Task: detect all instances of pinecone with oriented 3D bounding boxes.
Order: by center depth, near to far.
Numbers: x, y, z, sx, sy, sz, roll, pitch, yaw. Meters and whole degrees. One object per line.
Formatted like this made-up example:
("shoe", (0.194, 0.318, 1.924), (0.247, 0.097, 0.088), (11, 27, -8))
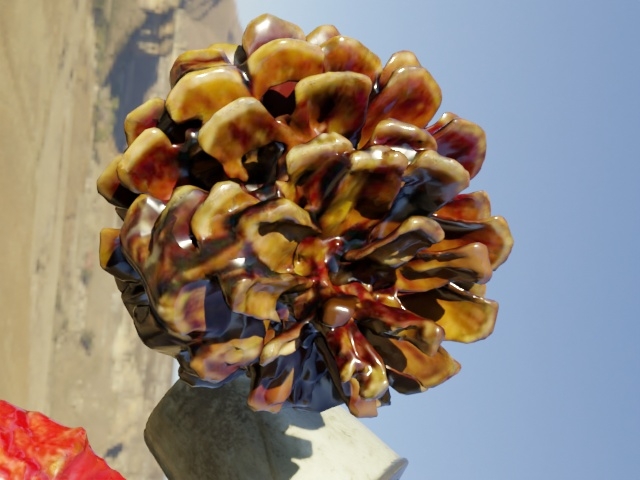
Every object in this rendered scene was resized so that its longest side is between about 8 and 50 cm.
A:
("pinecone", (0.000, 0.000, 0.927), (0.398, 0.398, 0.397), (-175, -90, -80))

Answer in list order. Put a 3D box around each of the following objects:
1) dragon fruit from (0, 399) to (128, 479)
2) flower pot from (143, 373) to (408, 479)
("dragon fruit", (-0.331, 0.267, 0.786), (0.302, 0.330, 0.240), (-37, 160, -46))
("flower pot", (-0.078, 0.333, 1.454), (0.293, 0.330, 0.293), (-42, 162, -17))
